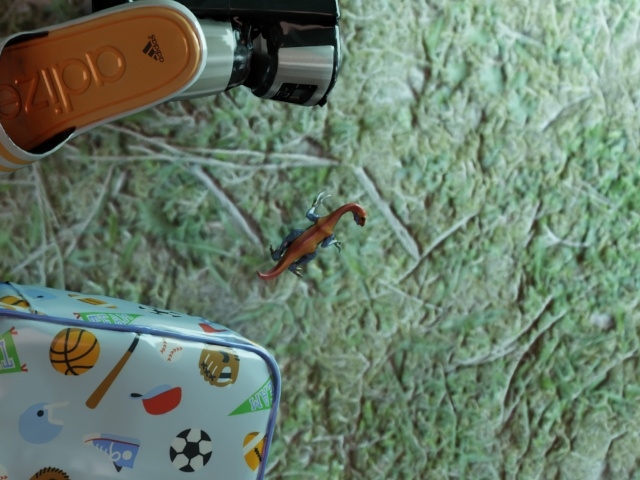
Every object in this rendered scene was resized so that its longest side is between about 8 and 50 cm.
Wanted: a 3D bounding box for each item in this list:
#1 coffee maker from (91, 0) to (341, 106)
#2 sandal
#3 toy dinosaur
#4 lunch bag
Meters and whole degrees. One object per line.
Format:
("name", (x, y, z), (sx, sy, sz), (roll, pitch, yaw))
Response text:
("coffee maker", (-0.081, -0.188, 1.411), (0.178, 0.120, 0.171), (-3, 98, -23))
("sandal", (-0.212, -0.111, 1.319), (0.265, 0.076, 0.102), (-20, 95, 23))
("toy dinosaur", (0.000, 0.000, 1.499), (0.047, 0.090, 0.082), (45, 124, -12))
("lunch bag", (-0.191, 0.167, 1.421), (0.303, 0.115, 0.243), (10, 96, -25))
